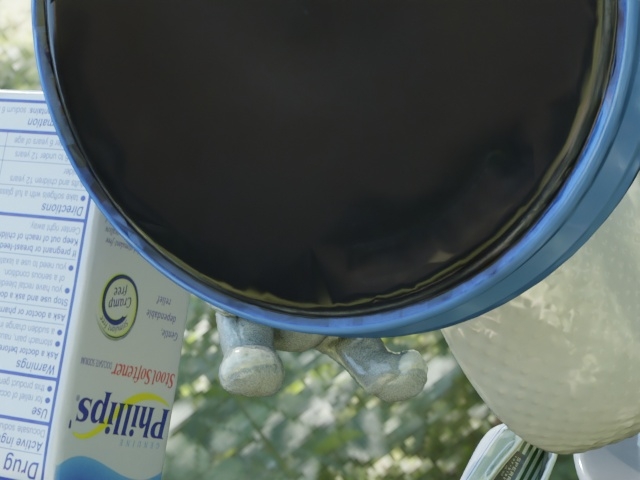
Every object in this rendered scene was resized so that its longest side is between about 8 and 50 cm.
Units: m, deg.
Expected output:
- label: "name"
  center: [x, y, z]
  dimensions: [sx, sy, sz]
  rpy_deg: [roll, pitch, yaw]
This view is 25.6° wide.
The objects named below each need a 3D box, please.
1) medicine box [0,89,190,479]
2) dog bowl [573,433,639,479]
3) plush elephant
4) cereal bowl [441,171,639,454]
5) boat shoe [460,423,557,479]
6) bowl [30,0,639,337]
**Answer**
- label: "medicine box"
  center: [-0.247, 0.038, 1.075]
  dimensions: [0.263, 0.289, 0.149]
  rpy_deg: [5, -8, 26]
- label: "dog bowl"
  center: [0.421, 0.183, 1.684]
  dimensions: [0.349, 0.102, 0.349]
  rpy_deg: [-159, 90, -76]
- label: "plush elephant"
  center: [0.000, 0.000, 1.619]
  dimensions: [0.255, 0.271, 0.330]
  rpy_deg: [-65, 33, 24]
- label: "cereal bowl"
  center: [0.202, -0.021, 1.045]
  dimensions: [0.141, 0.339, 0.339]
  rpy_deg: [-20, 12, 32]
- label: "boat shoe"
  center: [0.174, 0.333, 1.579]
  dimensions: [0.302, 0.109, 0.094]
  rpy_deg: [-65, 4, -17]
- label: "bowl"
  center: [0.005, -0.131, 0.806]
  dimensions: [0.391, 0.391, 0.077]
  rpy_deg: [-35, -6, 25]
